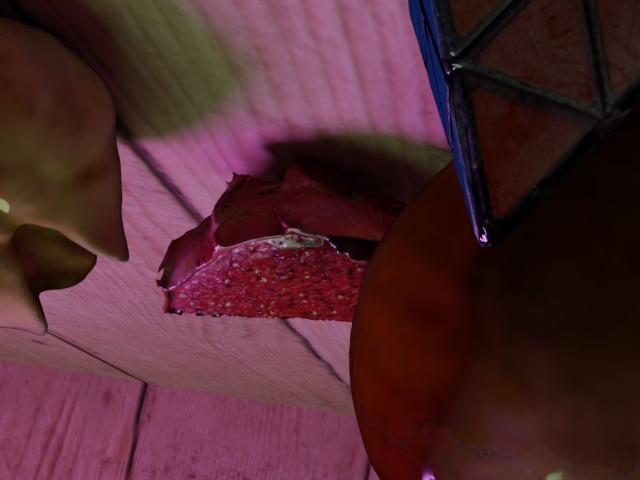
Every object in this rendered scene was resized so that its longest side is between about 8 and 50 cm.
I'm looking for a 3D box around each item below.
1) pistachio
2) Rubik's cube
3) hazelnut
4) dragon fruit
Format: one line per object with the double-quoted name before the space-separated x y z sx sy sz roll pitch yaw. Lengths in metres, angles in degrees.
"pistachio" -0.248 -0.042 0.687 0.238 0.229 0.321 52 171 8
"Rubik's cube" 0.108 -0.124 0.474 0.190 0.211 0.178 -10 -170 -13
"hazelnut" 0.197 0.061 0.584 0.365 0.366 0.366 10 163 3
"dragon fruit" 0.001 -0.012 0.814 0.274 0.126 0.161 3 154 -8
